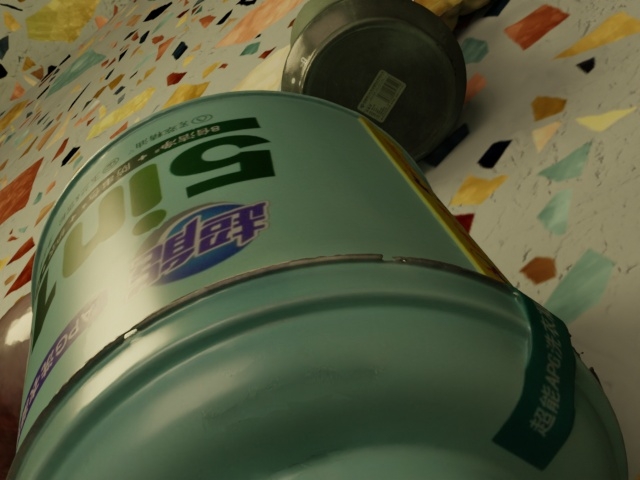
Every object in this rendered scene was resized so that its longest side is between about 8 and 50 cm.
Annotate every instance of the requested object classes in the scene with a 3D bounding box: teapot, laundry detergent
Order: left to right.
[{"bbox_3d":[-0.015,0.099,0.478,0.287,0.287,0.305,-41,28,8],"label":"laundry detergent"},{"bbox_3d":[0.051,-0.186,0.893,0.203,0.171,0.225,-51,20,17],"label":"teapot"}]

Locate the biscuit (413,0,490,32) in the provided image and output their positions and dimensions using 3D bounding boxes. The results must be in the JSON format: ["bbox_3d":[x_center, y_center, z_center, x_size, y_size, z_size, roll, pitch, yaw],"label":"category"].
[{"bbox_3d":[0.209,-0.334,1.003,0.299,0.045,0.154,-40,29,12],"label":"biscuit"}]

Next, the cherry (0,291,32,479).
[{"bbox_3d":[-0.184,0.110,0.771,0.239,0.206,0.239,-42,30,31],"label":"cherry"}]
